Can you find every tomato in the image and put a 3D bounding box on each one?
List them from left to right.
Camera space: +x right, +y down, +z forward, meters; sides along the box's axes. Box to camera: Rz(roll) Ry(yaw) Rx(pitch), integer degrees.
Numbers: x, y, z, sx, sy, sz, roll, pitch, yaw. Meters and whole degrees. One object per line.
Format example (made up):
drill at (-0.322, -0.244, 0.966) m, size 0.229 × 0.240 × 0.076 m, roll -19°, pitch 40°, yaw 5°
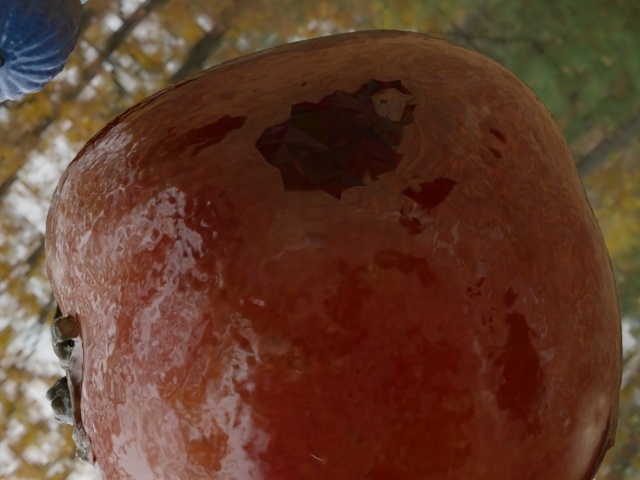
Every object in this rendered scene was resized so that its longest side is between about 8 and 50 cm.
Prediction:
tomato at (0.000, 0.000, 0.366) m, size 0.091 × 0.139 × 0.159 m, roll 88°, pitch 167°, yaw -46°

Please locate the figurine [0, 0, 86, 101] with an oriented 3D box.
figurine at (-0.120, -0.102, 0.654) m, size 0.079 × 0.077 × 0.136 m, roll 52°, pitch -149°, yaw 1°
